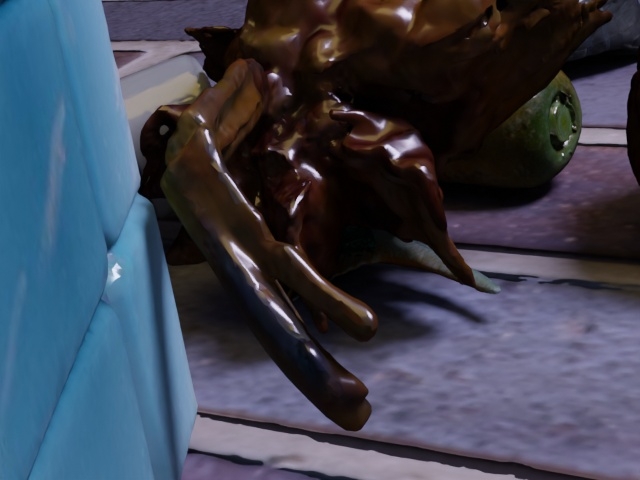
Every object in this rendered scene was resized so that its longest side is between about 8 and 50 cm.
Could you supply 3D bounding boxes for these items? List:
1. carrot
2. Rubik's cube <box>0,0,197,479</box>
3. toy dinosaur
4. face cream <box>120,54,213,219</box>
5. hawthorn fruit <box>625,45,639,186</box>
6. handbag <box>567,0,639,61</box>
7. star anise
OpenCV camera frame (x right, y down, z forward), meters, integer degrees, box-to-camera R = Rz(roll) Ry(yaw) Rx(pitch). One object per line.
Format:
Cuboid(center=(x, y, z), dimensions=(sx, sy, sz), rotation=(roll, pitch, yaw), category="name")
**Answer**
Cuboid(center=(0.010, -0.069, 0.784), dimensions=(0.298, 0.078, 0.078), rotation=(2, 25, 33), category="carrot")
Cuboid(center=(-0.229, 0.013, 0.356), dimensions=(0.318, 0.316, 0.322), rotation=(-7, 21, 6), category="Rubik's cube")
Cuboid(center=(0.001, 0.003, 0.654), dimensions=(0.106, 0.044, 0.187), rotation=(-24, 38, -10), category="toy dinosaur")
Cuboid(center=(-0.199, -0.012, 0.714), dimensions=(0.314, 0.089, 0.143), rotation=(-21, 25, -7), category="face cream")
Cuboid(center=(0.241, -0.074, 0.603), dimensions=(0.194, 0.157, 0.157), rotation=(4, 24, 5), category="hawthorn fruit")
Cuboid(center=(0.137, -0.176, 0.984), dimensions=(0.175, 0.089, 0.270), rotation=(-18, 22, 0), category="handbag")
Cuboid(center=(0.011, -0.050, 0.575), dimensions=(0.237, 0.148, 0.346), rotation=(-10, 37, 16), category="star anise")
